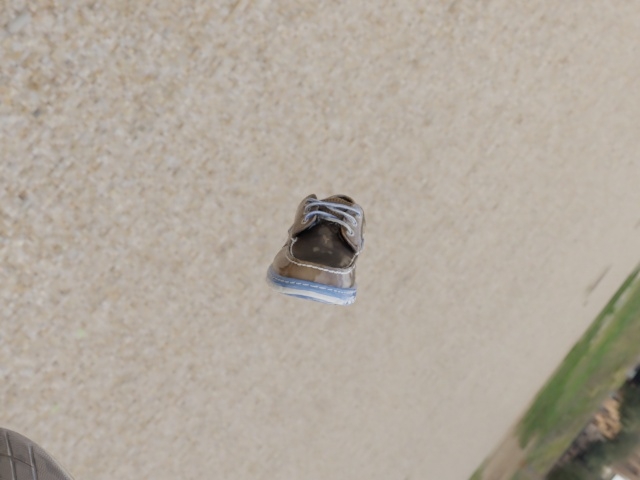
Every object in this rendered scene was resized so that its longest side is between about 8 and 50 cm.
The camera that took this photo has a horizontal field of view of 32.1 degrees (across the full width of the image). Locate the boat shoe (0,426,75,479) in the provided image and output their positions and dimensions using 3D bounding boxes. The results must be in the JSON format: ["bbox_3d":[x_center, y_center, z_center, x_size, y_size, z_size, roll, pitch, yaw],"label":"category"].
[{"bbox_3d":[-0.404,0.270,1.317,0.123,0.324,0.116,-66,160,-9],"label":"boat shoe"}]

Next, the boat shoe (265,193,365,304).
[{"bbox_3d":[0.000,0.000,0.820,0.183,0.066,0.066,-81,-177,-80],"label":"boat shoe"}]
